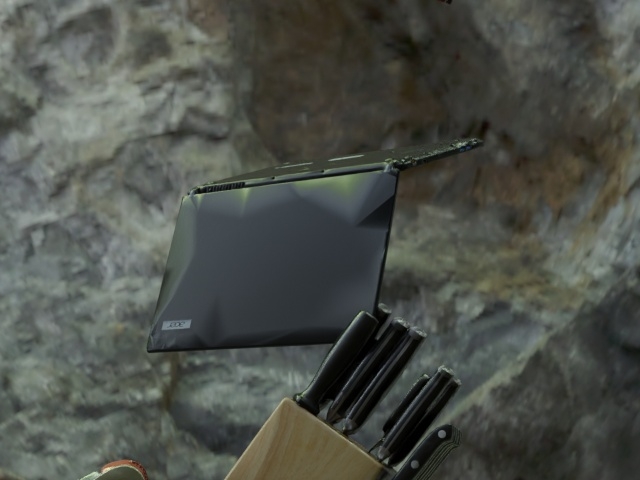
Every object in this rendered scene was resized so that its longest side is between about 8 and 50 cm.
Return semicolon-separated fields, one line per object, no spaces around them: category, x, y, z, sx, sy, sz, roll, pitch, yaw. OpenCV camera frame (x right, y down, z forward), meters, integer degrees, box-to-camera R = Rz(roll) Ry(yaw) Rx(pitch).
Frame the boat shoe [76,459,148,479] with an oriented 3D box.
boat shoe;-0.188;0.202;1.003;0.137;0.043;0.049;-29;-85;-4

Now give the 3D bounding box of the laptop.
laptop;0.000;0.000;1.247;0.234;0.264;0.136;-5;-82;32

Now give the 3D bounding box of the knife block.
knife block;-0.020;0.177;1.073;0.275;0.088;0.242;-11;-105;9

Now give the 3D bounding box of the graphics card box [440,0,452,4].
graphics card box;0.142;-0.440;1.434;0.094;0.233;0.371;16;-140;-1
